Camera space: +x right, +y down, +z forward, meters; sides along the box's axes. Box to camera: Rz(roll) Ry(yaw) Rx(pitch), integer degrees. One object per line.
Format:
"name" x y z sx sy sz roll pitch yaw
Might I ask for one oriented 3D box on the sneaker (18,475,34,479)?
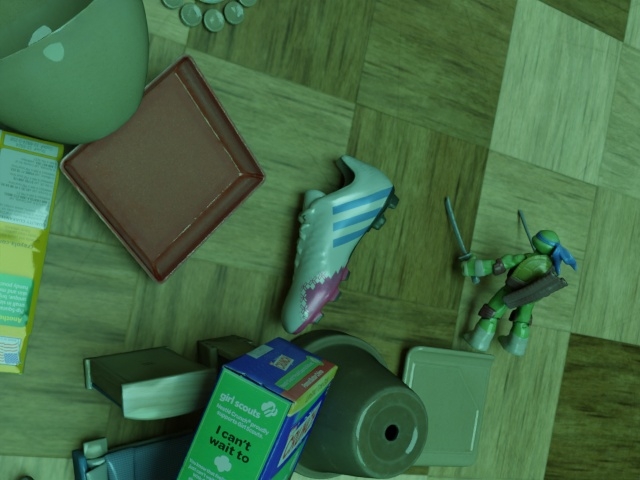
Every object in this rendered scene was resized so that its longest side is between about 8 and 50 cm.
"sneaker" -0.425 0.492 1.133 0.153 0.099 0.282 -21 91 -24

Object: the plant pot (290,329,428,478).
"plant pot" 0.053 0.295 1.347 0.263 0.229 0.263 -2 94 -30

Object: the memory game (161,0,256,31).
"memory game" -0.182 -0.428 1.278 0.186 0.012 0.186 -3 95 -30

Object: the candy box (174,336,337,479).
"candy box" -0.107 0.319 1.159 0.122 0.268 0.317 23 97 13

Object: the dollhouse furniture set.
"dollhouse furniture set" -0.208 0.325 1.209 0.286 0.198 0.303 -6 97 -30

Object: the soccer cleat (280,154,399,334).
"soccer cleat" 0.000 0.000 1.375 0.143 0.116 0.331 37 72 -11

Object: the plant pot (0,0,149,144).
"plant pot" -0.341 -0.241 1.066 0.284 0.284 0.191 -47 135 -20

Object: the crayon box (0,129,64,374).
"crayon box" -0.479 0.007 1.066 0.203 0.083 0.322 13 78 -31

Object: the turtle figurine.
"turtle figurine" 0.369 0.076 1.595 0.198 0.275 0.266 -6 118 -53

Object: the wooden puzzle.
"wooden puzzle" 0.235 0.328 1.570 0.221 0.044 0.238 11 92 -32

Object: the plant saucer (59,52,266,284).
"plant saucer" -0.236 -0.108 1.220 0.259 0.048 0.258 -47 129 -20
